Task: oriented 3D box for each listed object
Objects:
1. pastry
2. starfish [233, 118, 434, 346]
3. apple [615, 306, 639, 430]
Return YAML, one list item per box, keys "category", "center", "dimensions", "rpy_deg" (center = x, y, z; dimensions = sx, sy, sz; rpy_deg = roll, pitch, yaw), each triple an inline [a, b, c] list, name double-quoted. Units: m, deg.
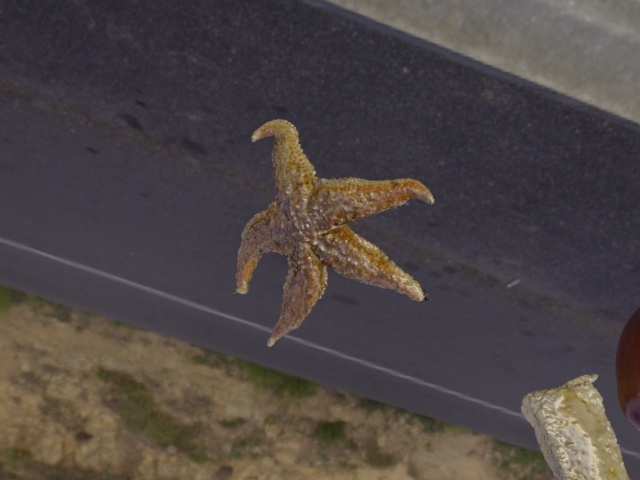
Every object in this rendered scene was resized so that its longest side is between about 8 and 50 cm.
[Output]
- category: "pastry"
  center: [0.368, 0.324, 0.930]
  dimensions: [0.122, 0.258, 0.089]
  rpy_deg: [-11, 161, 4]
- category: "starfish"
  center: [-0.002, 0.000, 0.794]
  dimensions: [0.303, 0.298, 0.060]
  rpy_deg: [4, -171, 37]
- category: "apple"
  center: [0.805, 0.262, 1.431]
  dimensions: [0.295, 0.364, 0.328]
  rpy_deg: [19, 152, 24]
